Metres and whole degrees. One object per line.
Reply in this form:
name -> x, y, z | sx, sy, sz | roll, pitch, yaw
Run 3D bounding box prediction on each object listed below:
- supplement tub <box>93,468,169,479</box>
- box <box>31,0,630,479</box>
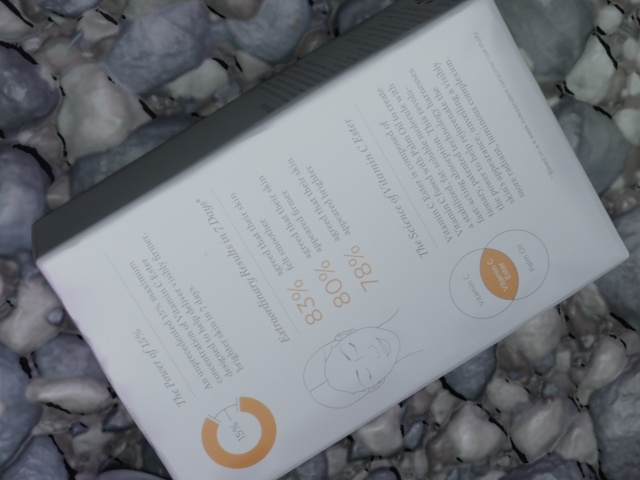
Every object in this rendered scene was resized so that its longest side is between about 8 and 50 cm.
supplement tub -> -0.144, 0.274, 1.208 | 0.117, 0.117, 0.190 | 21, 95, -13
box -> 0.000, 0.000, 1.160 | 0.345, 0.168, 0.215 | -31, 104, -4
